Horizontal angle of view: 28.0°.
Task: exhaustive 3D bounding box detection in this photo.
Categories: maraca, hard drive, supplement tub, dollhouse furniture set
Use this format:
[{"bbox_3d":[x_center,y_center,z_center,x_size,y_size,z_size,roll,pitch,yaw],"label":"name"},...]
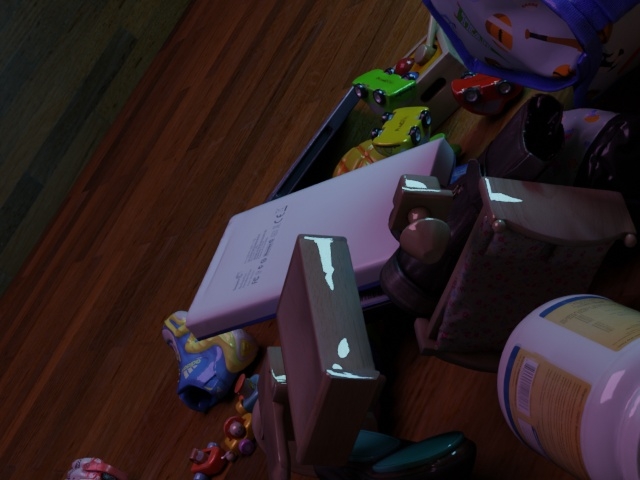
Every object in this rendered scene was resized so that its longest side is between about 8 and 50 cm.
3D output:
[{"bbox_3d":[0.097,-0.085,1.687,0.185,0.099,0.127,-12,52,23],"label":"maraca"},{"bbox_3d":[0.000,0.000,1.527,0.318,0.040,0.210,-19,32,31],"label":"hard drive"},{"bbox_3d":[0.242,0.129,1.002,0.144,0.144,0.199,-54,22,-3],"label":"supplement tub"},{"bbox_3d":[0.147,0.114,1.155,0.174,0.355,0.303,-100,21,-45],"label":"dollhouse furniture set"}]

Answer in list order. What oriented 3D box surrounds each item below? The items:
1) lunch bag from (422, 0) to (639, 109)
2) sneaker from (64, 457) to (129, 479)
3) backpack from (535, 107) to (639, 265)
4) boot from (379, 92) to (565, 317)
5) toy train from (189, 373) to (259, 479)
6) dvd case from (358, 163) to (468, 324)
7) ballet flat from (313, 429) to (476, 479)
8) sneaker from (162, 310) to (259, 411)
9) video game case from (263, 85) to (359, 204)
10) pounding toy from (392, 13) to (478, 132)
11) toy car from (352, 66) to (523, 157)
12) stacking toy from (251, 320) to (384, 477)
[{"bbox_3d":[0.297,-0.315,1.323,0.328,0.239,0.385,-41,19,-5],"label":"lunch bag"},{"bbox_3d":[-0.323,0.385,1.803,0.145,0.090,0.270,-60,20,-12],"label":"sneaker"},{"bbox_3d":[0.266,-0.068,1.297,0.152,0.115,0.182,-59,19,-8],"label":"backpack"},{"bbox_3d":[0.163,-0.053,1.271,0.229,0.091,0.263,-52,9,26],"label":"boot"},{"bbox_3d":[-0.122,0.237,1.688,0.125,0.046,0.166,-21,38,52],"label":"toy train"},{"bbox_3d":[0.116,-0.001,1.507,0.180,0.022,0.253,-17,30,8],"label":"dvd case"},{"bbox_3d":[0.083,0.232,1.235,0.095,0.096,0.280,-24,3,-22],"label":"ballet flat"},{"bbox_3d":[-0.186,0.175,1.851,0.240,0.091,0.126,-3,53,61],"label":"sneaker"},{"bbox_3d":[-0.031,-0.114,1.996,0.274,0.026,0.196,-55,4,-4],"label":"video game case"},{"bbox_3d":[0.158,-0.250,1.803,0.141,0.100,0.130,-44,24,20],"label":"pounding toy"},{"bbox_3d":[0.126,-0.178,1.686,0.239,0.053,0.225,-29,31,-22],"label":"toy car"},{"bbox_3d":[0.027,0.115,1.500,0.141,0.141,0.330,-36,21,35],"label":"stacking toy"}]
